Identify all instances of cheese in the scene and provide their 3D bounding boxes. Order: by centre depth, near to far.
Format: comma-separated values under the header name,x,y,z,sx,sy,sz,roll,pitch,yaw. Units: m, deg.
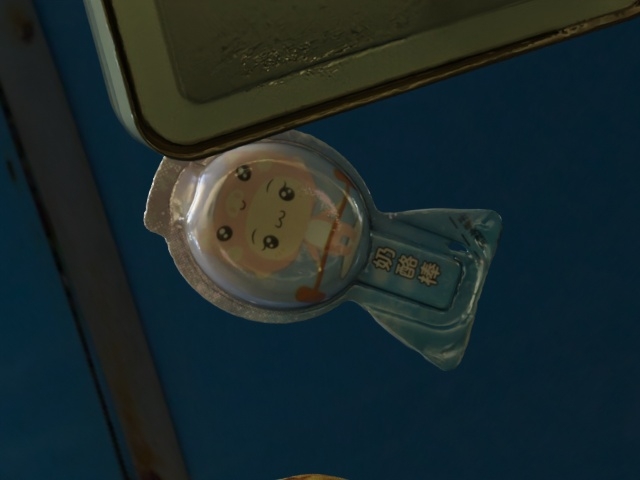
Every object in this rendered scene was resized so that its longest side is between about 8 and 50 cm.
name,x,y,z,sx,sy,sz,roll,pitch,yaw
cheese,0.000,0.000,1.119,0.244,0.052,0.135,19,-93,-9

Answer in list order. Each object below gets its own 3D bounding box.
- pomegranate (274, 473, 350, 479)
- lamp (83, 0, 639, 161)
name,x,y,z,sx,sy,sz,roll,pitch,yaw
pomegranate,-0.008,0.270,1.033,0.248,0.248,0.248,0,-104,0
lamp,0.013,-0.192,0.689,0.266,0.047,0.269,-18,-69,-13
